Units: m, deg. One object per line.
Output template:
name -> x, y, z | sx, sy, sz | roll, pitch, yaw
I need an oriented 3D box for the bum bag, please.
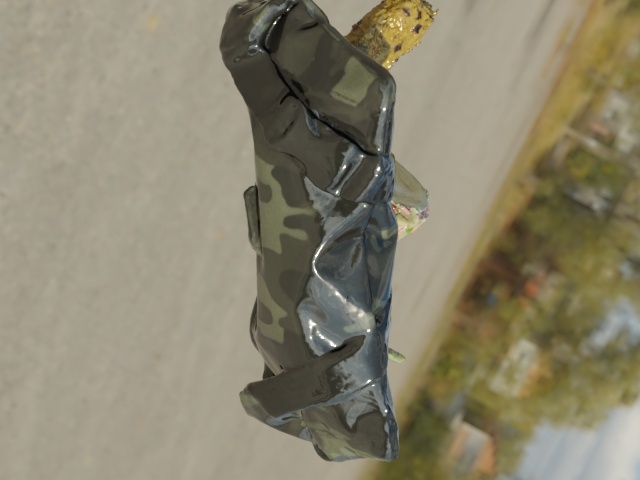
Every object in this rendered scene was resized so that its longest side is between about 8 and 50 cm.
bum bag -> 0.000, 0.000, 1.156 | 0.095, 0.144, 0.340 | -25, 122, -43

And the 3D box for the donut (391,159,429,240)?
donut -> 0.035, -0.057, 1.846 | 0.068, 0.175, 0.174 | -55, 177, 19

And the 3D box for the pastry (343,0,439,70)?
pastry -> 0.073, -0.242, 2.044 | 0.140, 0.056, 0.080 | -50, 141, 3

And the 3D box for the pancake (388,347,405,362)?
pancake -> 0.036, 0.106, 1.781 | 0.108, 0.108, 0.017 | 50, 55, -84
